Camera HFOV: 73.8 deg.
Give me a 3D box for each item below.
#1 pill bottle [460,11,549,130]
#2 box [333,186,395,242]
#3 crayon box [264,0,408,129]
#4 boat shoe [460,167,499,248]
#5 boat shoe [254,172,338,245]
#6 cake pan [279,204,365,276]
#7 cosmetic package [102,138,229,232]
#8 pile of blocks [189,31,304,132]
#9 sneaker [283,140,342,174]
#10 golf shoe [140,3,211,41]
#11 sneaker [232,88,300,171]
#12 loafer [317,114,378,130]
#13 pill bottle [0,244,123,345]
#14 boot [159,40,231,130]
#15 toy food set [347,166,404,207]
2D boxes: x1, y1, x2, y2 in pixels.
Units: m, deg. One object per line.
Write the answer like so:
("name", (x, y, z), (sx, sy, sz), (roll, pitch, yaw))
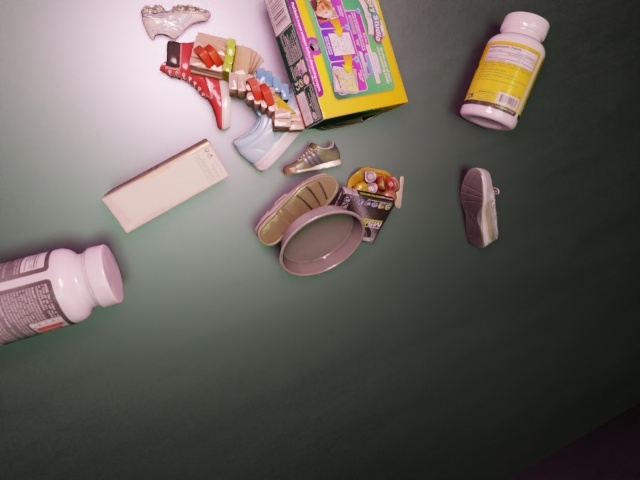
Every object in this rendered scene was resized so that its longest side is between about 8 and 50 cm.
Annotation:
("pill bottle", (0.608, -0.547, 1.397), (0.188, 0.188, 0.333), (16, 100, -22))
("box", (0.125, -0.080, 1.414), (0.191, 0.045, 0.184), (9, 127, -22))
("crayon box", (0.052, -0.517, 1.168), (0.313, 0.106, 0.362), (-22, 97, -33))
("boat shoe", (0.598, -0.124, 1.567), (0.103, 0.118, 0.320), (-24, 116, -17))
("boat shoe", (-0.084, -0.111, 1.339), (0.302, 0.103, 0.113), (-37, 117, -5))
("cake pan", (0.000, 0.000, 1.346), (0.293, 0.054, 0.293), (-19, 144, -15))
("cosmetic package", (-0.421, -0.159, 1.182), (0.310, 0.160, 0.113), (-31, 112, -9))
("pile of blocks", (-0.175, -0.420, 1.106), (0.362, 0.113, 0.148), (34, 87, -12))
("sneaker", (-0.030, -0.263, 1.339), (0.192, 0.064, 0.086), (-13, 102, -15))
("golf shoe", (-0.378, -0.577, 1.132), (0.176, 0.069, 0.086), (-9, 129, -13))
("sneaker", (-0.112, -0.380, 1.233), (0.150, 0.135, 0.365), (37, 91, -28))
("loafer", (0.093, -0.404, 1.319), (0.251, 0.087, 0.094), (-21, 112, -12))
("pill bottle", (-0.742, 0.141, 1.135), (0.363, 0.210, 0.210), (-16, 110, -14))
("boot", (-0.340, -0.421, 1.172), (0.176, 0.088, 0.244), (-11, 101, -15))
("toy food set", (0.202, -0.172, 1.436), (0.218, 0.071, 0.128), (6, 104, -21))
